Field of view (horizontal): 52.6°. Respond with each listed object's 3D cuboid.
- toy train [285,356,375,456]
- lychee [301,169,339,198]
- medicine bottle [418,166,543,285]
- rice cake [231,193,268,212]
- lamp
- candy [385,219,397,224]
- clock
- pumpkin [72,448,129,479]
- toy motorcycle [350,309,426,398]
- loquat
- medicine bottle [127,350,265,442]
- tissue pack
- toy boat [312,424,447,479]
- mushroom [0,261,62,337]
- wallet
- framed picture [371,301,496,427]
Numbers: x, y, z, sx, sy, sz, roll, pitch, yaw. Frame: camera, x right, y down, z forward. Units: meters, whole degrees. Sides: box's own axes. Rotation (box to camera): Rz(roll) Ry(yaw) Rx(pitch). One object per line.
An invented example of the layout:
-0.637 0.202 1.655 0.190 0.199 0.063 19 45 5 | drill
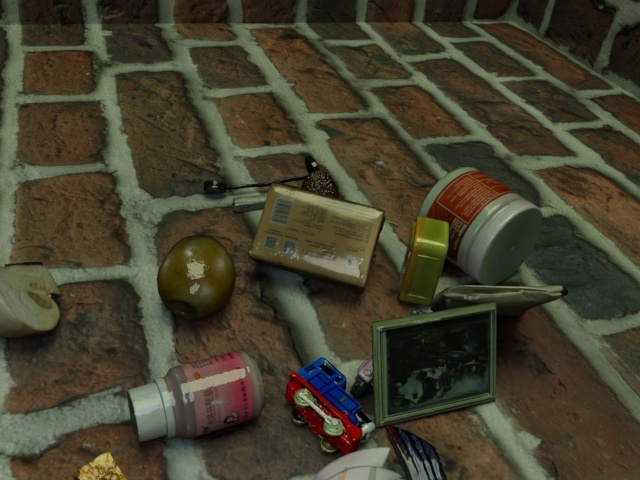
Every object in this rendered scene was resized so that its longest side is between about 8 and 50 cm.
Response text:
0.021 0.340 1.313 0.131 0.083 0.204 -23 46 -38 | toy train
-0.006 -0.143 1.933 0.123 0.129 0.123 -19 7 2 | lychee
0.428 -0.042 1.762 0.252 0.253 0.241 -19 43 -32 | medicine bottle
-0.164 -0.117 1.940 0.206 0.036 0.047 -9 51 -22 | rice cake
-0.173 -0.204 2.001 0.371 0.109 0.130 -3 -6 -7 | lamp
0.192 -0.062 1.947 0.083 0.025 0.023 20 65 2 | candy
0.260 0.052 1.644 0.096 0.202 0.143 10 35 3 | clock
-0.388 0.425 1.148 0.074 0.054 0.083 -29 70 -35 | pumpkin
0.163 0.225 1.393 0.108 0.204 0.239 29 43 11 | toy motorcycle
-0.289 0.084 1.532 0.179 0.179 0.227 10 40 3 | loquat
-0.241 0.307 1.260 0.247 0.147 0.147 -12 40 -25 | medicine bottle
0.000 0.000 1.701 0.305 0.239 0.239 14 37 9 | tissue pack
0.088 0.441 1.179 0.318 0.072 0.219 8 59 7 | toy boat
-0.687 0.154 1.420 0.162 0.173 0.236 -29 -7 10 | mushroom
0.404 0.139 1.520 0.274 0.335 0.068 -3 77 -3 | wallet
0.245 0.259 1.352 0.296 0.232 0.019 -8 13 -18 | framed picture
